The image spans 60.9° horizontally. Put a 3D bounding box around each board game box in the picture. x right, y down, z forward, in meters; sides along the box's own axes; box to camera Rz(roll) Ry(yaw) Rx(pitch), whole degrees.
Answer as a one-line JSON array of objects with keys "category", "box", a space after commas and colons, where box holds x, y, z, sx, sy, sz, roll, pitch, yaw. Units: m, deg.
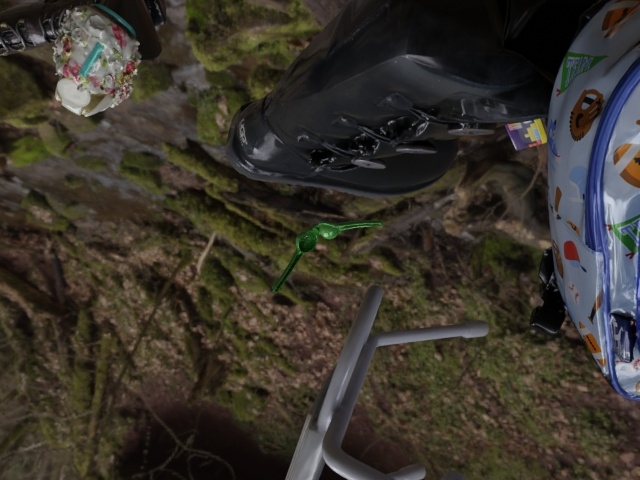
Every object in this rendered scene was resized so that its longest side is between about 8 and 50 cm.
[{"category": "board game box", "box": [0.255, -0.228, 0.726, 0.048, 0.141, 0.170, -11, 144, 30]}]

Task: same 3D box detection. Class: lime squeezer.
[{"category": "lime squeezer", "box": [0.000, 0.000, 1.282, 0.310, 0.110, 0.059, -32, 120, 17]}]

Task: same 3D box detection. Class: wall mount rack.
[{"category": "wall mount rack", "box": [0.052, 0.200, 0.492, 0.131, 0.349, 0.304, 22, -160, 11]}]

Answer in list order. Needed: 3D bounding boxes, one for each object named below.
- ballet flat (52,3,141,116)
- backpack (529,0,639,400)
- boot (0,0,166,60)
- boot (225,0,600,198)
[{"category": "ballet flat", "box": [-0.234, -0.166, 0.543, 0.091, 0.077, 0.241, 30, 173, -20]}, {"category": "backpack", "box": [0.263, -0.034, 0.321, 0.277, 0.213, 0.263, -18, 112, 10]}, {"category": "boot", "box": [-0.327, -0.276, 0.706, 0.229, 0.263, 0.091, -12, 125, 2]}, {"category": "boot", "box": [0.126, -0.147, 0.598, 0.367, 0.146, 0.445, -7, 178, -25]}]
